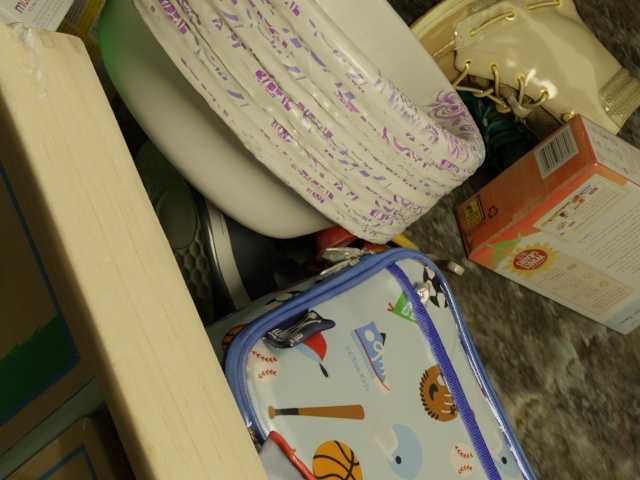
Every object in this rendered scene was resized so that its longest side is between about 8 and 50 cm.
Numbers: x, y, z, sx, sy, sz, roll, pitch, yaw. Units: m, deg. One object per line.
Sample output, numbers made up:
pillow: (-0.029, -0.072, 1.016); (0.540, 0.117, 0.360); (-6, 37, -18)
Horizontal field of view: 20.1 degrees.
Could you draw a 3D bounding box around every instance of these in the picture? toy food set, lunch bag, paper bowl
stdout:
toy food set: (0.000, 0.000, 1.376); (0.218, 0.071, 0.128); (30, -2, -15)
lunch bag: (0.037, 0.155, 1.164); (0.243, 0.115, 0.303); (-24, 92, -45)
paper bowl: (-0.034, -0.116, 1.193); (0.284, 0.148, 0.284); (46, 15, -16)

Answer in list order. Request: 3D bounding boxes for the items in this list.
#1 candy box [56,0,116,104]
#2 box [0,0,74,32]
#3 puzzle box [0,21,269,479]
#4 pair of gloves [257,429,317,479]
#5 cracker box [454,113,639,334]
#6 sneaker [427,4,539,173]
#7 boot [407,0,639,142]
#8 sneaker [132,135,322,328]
candy box: (-0.194, -0.135, 1.317); (0.105, 0.027, 0.206); (36, 34, -15)
box: (-0.263, -0.218, 1.191); (0.231, 0.127, 0.262); (34, 34, -13)
puzzle box: (-0.182, 0.145, 0.666); (0.052, 0.409, 0.272); (6, 52, -50)
pair of gloves: (-0.024, 0.218, 1.045); (0.198, 0.159, 0.023); (46, 10, 1)
cracker box: (0.260, -0.010, 1.665); (0.232, 0.155, 0.067); (26, 38, -37)
sneaker: (0.195, -0.122, 1.760); (0.275, 0.107, 0.110); (48, 44, -2)
boot: (0.170, -0.137, 1.665); (0.262, 0.095, 0.203); (-37, 91, -32)
sneaker: (-0.037, 0.018, 1.293); (0.163, 0.086, 0.226); (-15, 80, -46)
